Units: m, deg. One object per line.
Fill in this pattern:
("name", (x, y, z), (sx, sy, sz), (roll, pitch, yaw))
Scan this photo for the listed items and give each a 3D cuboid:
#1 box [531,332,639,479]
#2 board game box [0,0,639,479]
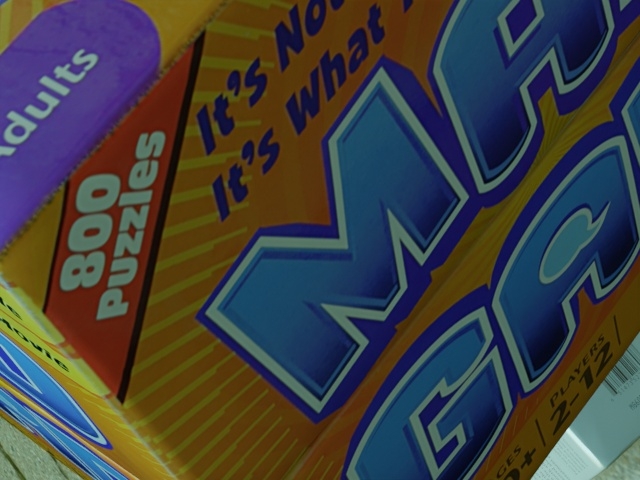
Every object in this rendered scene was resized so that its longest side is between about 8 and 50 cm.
("box", (0.173, 0.124, 1.070), (0.091, 0.130, 0.170), (49, 148, 11))
("board game box", (-0.049, -0.098, 0.645), (0.356, 0.356, 0.356), (29, 161, 33))
